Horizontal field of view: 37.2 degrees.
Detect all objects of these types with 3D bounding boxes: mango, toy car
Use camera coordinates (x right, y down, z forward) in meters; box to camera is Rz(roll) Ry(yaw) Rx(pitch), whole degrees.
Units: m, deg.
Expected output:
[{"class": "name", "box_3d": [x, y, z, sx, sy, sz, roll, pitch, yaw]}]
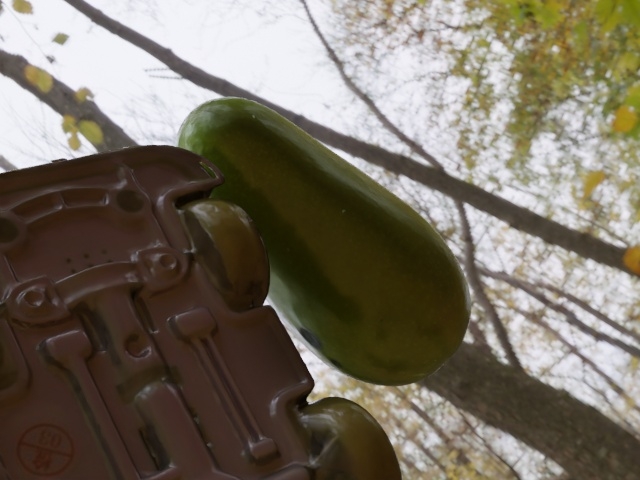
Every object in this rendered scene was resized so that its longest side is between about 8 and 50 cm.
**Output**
[{"class": "mango", "box_3d": [0.000, 0.000, 0.768, 0.293, 0.175, 0.143, 43, -85, -15]}, {"class": "toy car", "box_3d": [-0.128, 0.133, 0.597, 0.242, 0.336, 0.226, -18, -26, -37]}]
